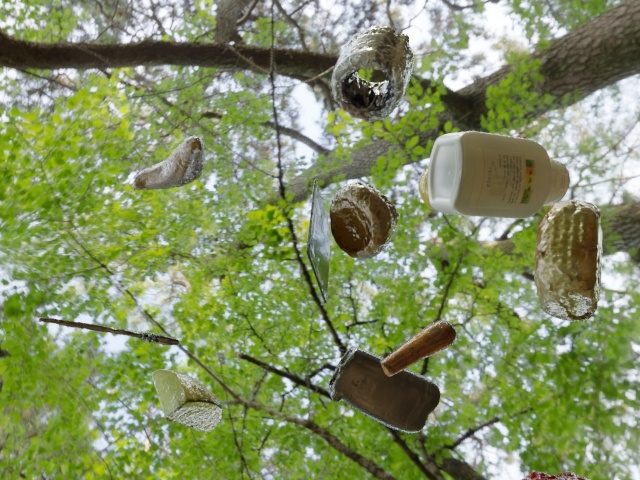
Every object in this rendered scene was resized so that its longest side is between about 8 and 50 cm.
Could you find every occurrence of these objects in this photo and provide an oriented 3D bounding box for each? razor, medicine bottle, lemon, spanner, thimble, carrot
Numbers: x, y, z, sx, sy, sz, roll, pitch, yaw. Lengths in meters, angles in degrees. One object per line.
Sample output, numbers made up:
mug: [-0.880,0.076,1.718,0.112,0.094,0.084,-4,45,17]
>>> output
razor: [0.208,0.495,1.623,0.349,0.113,0.204,25,-82,-5]
medicine bottle: [0.401,-0.140,1.097,0.325,0.124,0.179,0,-84,-24]
lemon: [0.450,-0.192,1.821,0.174,0.174,0.206,-25,-70,-32]
spanner: [-0.504,0.216,1.184,0.326,0.093,0.026,13,-103,-11]
thimble: [0.148,-0.464,1.391,0.217,0.245,0.157,26,-121,-12]
carrot: [0.189,0.209,0.953,0.162,0.055,0.055,-27,-75,-13]

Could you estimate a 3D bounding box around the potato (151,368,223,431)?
potato: [-0.264,0.315,1.024,0.081,0.120,0.149,-39,-40,3]

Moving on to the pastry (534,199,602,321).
pastry: [0.404,0.033,0.800,0.182,0.093,0.192,43,-125,-48]

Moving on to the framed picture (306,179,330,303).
framed picture: [0.000,0.000,1.561,0.323,0.013,0.244,-85,-17,-44]

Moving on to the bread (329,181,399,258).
bread: [0.130,-0.061,1.459,0.123,0.230,0.229,-16,-82,-39]

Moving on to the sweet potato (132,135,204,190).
sweet potato: [-0.381,-0.193,1.326,0.114,0.342,0.092,15,-113,-42]

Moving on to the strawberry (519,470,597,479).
strawberry: [0.204,0.286,0.365,0.274,0.220,0.274,-7,-53,-9]
